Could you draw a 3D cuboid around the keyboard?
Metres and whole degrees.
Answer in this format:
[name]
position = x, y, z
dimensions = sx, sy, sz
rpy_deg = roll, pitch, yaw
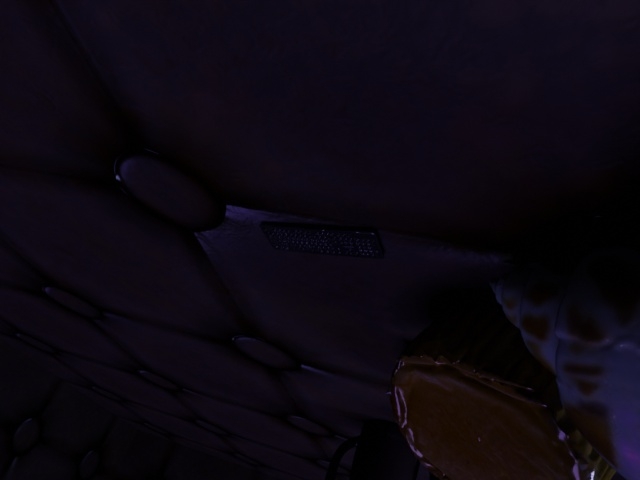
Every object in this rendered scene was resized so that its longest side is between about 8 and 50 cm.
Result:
[keyboard]
position = 0.000, 0.000, 0.626
dimensions = 0.154, 0.010, 0.053
rpy_deg = 4, 143, 27

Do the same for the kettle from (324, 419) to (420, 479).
[kettle]
position = 0.116, 0.532, 1.158
dimensions = 0.201, 0.232, 0.144
rpy_deg = 18, 148, 8

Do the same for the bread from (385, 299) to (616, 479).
[bread]
position = 0.208, 0.199, 0.602
dimensions = 0.253, 0.142, 0.228
rpy_deg = 26, 135, 45

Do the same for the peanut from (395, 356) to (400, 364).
[peanut]
position = 0.166, 0.241, 0.816
dimensions = 0.083, 0.093, 0.194
rpy_deg = -30, 136, 4

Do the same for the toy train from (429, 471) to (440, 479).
[toy train]
position = 0.326, 0.476, 1.075
dimensions = 0.177, 0.116, 0.285
rpy_deg = 11, 149, -5

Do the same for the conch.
[conch]
position = 0.311, 0.086, 0.399
dimensions = 0.367, 0.197, 0.250
rpy_deg = 14, 112, 22
